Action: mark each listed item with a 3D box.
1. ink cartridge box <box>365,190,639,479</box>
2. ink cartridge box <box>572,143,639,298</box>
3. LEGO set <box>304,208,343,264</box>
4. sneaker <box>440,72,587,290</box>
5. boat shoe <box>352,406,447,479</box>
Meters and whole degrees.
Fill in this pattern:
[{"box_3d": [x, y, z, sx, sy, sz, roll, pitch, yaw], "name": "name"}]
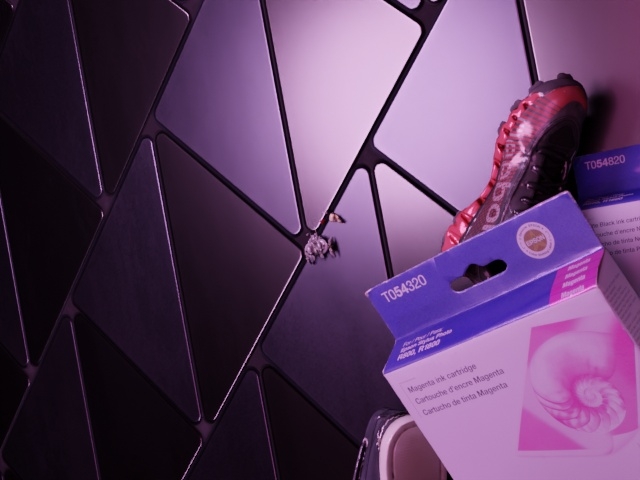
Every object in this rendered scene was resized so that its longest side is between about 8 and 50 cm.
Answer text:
[{"box_3d": [0.231, 0.153, 1.197, 0.324, 0.071, 0.330, -31, 97, 43], "name": "ink cartridge box"}, {"box_3d": [0.390, -0.003, 1.169, 0.223, 0.045, 0.224, -12, 88, 35], "name": "ink cartridge box"}, {"box_3d": [-0.001, -0.002, 1.452, 0.054, 0.023, 0.083, 19, 105, 32], "name": "LEGO set"}, {"box_3d": [0.241, -0.052, 1.216, 0.276, 0.097, 0.135, -65, 31, 23], "name": "sneaker"}, {"box_3d": [0.089, 0.377, 1.379, 0.113, 0.127, 0.340, 23, 118, 61], "name": "boat shoe"}]
